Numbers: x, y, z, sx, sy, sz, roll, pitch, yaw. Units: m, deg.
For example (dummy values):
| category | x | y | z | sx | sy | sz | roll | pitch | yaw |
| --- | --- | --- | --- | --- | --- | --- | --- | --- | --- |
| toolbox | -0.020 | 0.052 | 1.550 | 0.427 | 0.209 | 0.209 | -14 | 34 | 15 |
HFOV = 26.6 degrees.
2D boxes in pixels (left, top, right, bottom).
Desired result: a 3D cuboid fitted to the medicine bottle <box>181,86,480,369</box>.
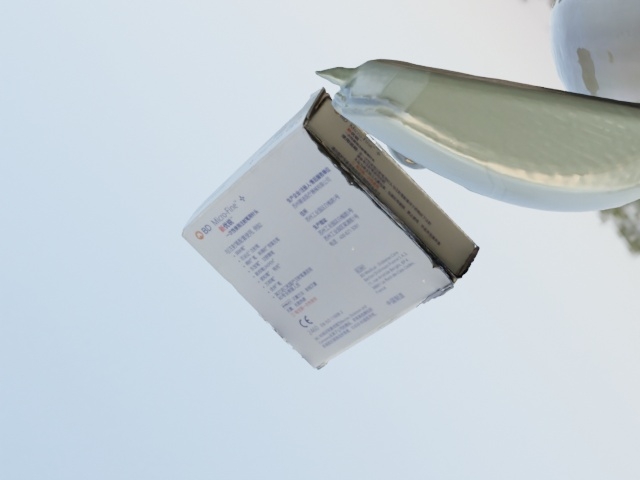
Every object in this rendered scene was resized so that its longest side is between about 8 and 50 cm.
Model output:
| category | x | y | z | sx | sy | sz | roll | pitch | yaw |
| --- | --- | --- | --- | --- | --- | --- | --- | --- | --- |
| medicine bottle | 0.000 | 0.000 | 1.048 | 0.171 | 0.201 | 0.052 | 45 | -131 | -6 |

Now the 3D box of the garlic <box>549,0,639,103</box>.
| category | x | y | z | sx | sy | sz | roll | pitch | yaw |
| --- | --- | --- | --- | --- | --- | --- | --- | --- | --- |
| garlic | 0.278 | -0.111 | 0.859 | 0.279 | 0.325 | 0.132 | 21 | -109 | -47 |

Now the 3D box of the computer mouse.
| category | x | y | z | sx | sy | sz | roll | pitch | yaw |
| --- | --- | --- | --- | --- | --- | --- | --- | --- | --- |
| computer mouse | 0.084 | -0.044 | 0.599 | 0.181 | 0.056 | 0.089 | 9 | -175 | -10 |
